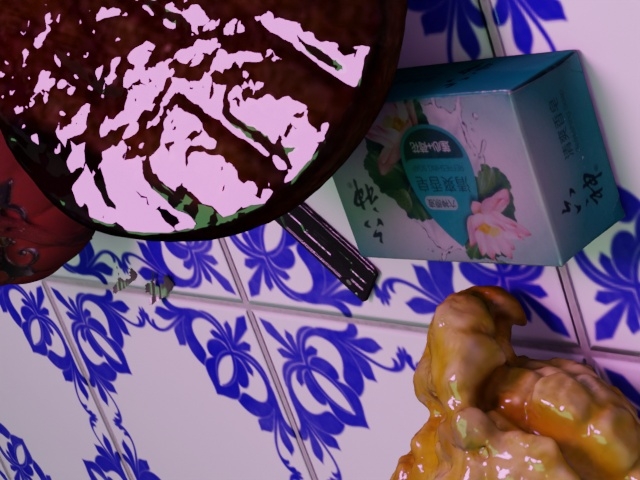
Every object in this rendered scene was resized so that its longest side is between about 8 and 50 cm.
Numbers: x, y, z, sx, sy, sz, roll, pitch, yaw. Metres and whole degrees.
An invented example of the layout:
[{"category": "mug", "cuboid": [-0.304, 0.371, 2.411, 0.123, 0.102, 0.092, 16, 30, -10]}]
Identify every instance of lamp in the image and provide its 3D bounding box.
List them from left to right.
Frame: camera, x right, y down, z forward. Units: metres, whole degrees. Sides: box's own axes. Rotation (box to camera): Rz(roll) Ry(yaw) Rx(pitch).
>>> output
[{"category": "lamp", "cuboid": [-0.413, -0.077, 1.571, 0.303, 0.257, 0.303, 4, 135, 4]}]

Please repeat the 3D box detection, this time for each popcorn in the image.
[{"category": "popcorn", "cuboid": [0.174, 0.203, 1.140, 0.265, 0.225, 0.332, -5, 102, 57]}]

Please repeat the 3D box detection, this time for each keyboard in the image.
[{"category": "keyboard", "cuboid": [0.000, 0.000, 1.356, 0.155, 0.010, 0.053, 43, 142, 19]}]

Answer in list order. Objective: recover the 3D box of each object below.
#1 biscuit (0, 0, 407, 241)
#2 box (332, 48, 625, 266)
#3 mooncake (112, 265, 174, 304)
[{"category": "biscuit", "cuboid": [-0.114, -0.197, 1.102, 0.407, 0.091, 0.408, 0, 90, 25]}, {"category": "box", "cuboid": [0.118, -0.067, 1.088, 0.244, 0.092, 0.153, 0, 118, 50]}, {"category": "mooncake", "cuboid": [-0.334, -0.011, 1.713, 0.347, 0.057, 0.150, 41, 154, 17]}]
